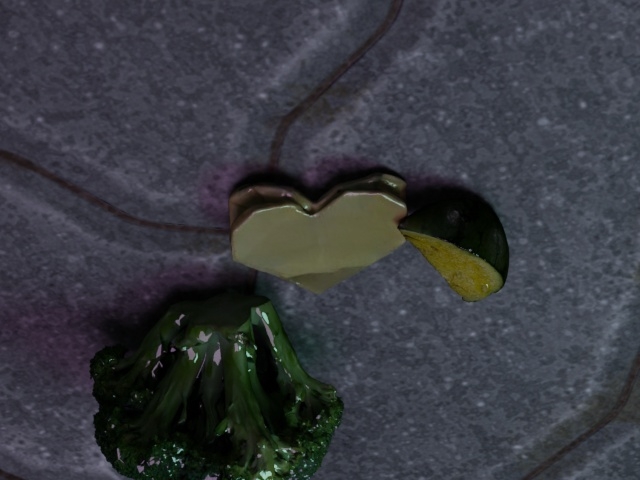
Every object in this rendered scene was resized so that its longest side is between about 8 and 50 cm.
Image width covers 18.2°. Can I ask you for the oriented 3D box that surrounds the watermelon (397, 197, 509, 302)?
[{"bbox_3d":[0.168,0.000,2.244,0.092,0.075,0.181,2,154,34],"label":"watermelon"}]

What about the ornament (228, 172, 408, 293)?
[{"bbox_3d":[0.000,0.000,2.238,0.201,0.059,0.180,-5,138,-1],"label":"ornament"}]

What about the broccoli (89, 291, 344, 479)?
[{"bbox_3d":[-0.119,0.190,2.312,0.294,0.265,0.245,-7,108,-11],"label":"broccoli"}]
